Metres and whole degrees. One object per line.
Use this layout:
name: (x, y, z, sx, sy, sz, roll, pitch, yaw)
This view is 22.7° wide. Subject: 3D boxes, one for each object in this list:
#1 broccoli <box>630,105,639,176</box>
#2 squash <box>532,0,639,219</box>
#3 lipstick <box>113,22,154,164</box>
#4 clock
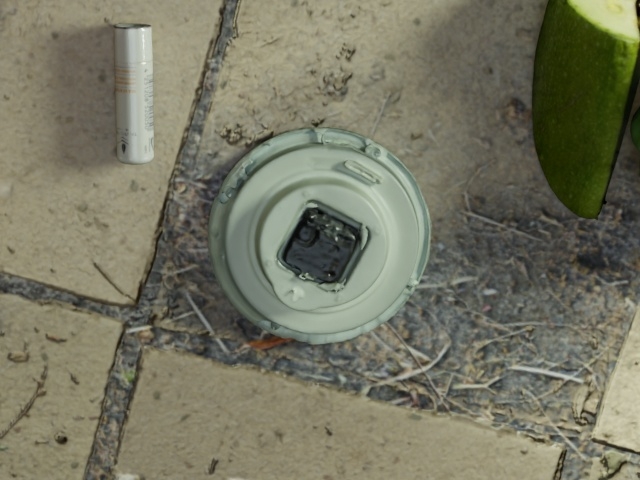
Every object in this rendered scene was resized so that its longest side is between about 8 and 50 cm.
broccoli: (0.436, -0.112, 1.580, 0.245, 0.265, 0.294, -9, 110, 33)
squash: (0.265, -0.162, 1.649, 0.093, 0.169, 0.252, 4, 137, -1)
lipstick: (-0.189, -0.148, 1.620, 0.040, 0.040, 0.141, -1, 104, -2)
clock: (0.000, 0.000, 1.660, 0.236, 0.053, 0.236, -1, 104, -4)
